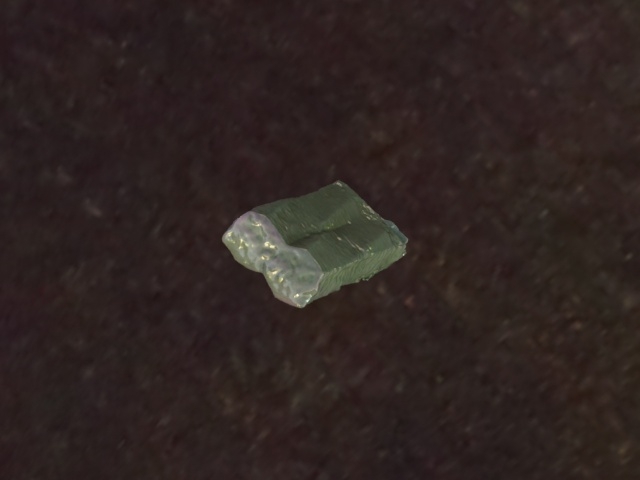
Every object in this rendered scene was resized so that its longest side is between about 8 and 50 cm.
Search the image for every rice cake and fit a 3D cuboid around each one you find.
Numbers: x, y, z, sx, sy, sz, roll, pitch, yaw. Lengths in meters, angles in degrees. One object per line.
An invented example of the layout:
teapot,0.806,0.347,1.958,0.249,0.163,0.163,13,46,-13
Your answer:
rice cake,0.000,0.000,1.272,0.085,0.040,0.226,44,19,9
